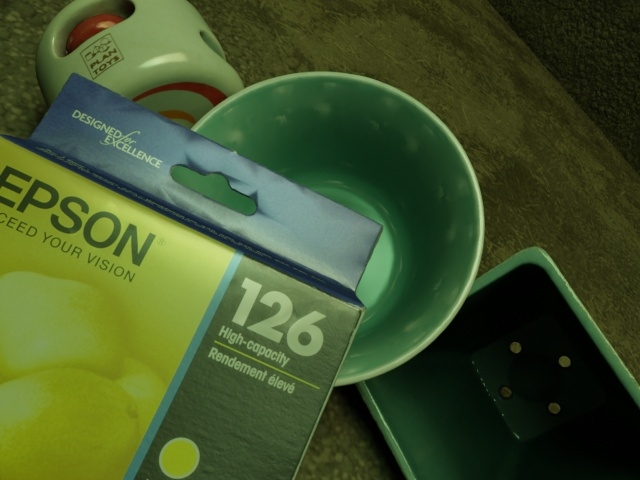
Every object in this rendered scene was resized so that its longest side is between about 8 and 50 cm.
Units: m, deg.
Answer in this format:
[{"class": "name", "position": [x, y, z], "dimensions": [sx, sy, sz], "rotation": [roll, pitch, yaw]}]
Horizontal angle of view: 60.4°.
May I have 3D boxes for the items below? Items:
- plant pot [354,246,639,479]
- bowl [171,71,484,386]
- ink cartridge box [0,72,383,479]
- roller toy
[{"class": "plant pot", "position": [0.234, 0.178, 0.641], "dimensions": [0.252, 0.248, 0.247], "rotation": [8, 49, -60]}, {"class": "bowl", "position": [0.000, 0.000, 0.584], "dimensions": [0.312, 0.163, 0.311], "rotation": [-1, 73, 4]}, {"class": "ink cartridge box", "position": [-0.129, 0.053, 0.415], "dimensions": [0.304, 0.072, 0.307], "rotation": [25, 78, -7]}, {"class": "roller toy", "position": [-0.186, -0.151, 0.583], "dimensions": [0.209, 0.191, 0.146], "rotation": [-12, 60, -40]}]
